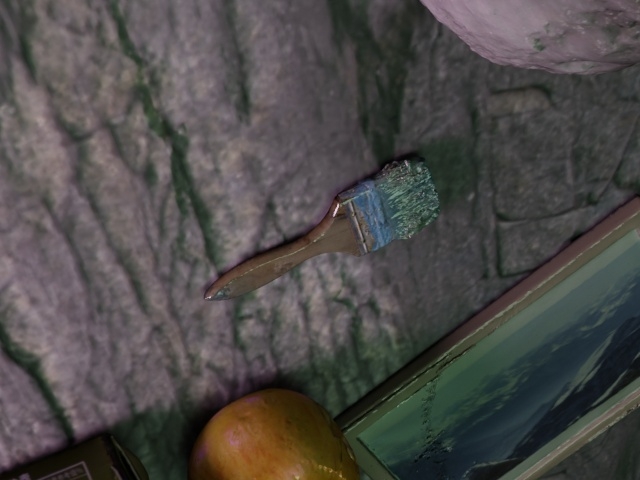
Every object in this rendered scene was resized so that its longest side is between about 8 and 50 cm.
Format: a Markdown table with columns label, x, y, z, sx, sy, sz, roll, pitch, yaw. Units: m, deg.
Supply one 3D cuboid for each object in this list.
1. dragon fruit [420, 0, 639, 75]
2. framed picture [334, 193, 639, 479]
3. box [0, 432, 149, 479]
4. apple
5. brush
| label | x | y | z | sx | sy | sz | roll | pitch | yaw |
| --- | --- | --- | --- | --- | --- | --- | --- | --- | --- |
| dragon fruit | 0.207 | -0.209 | 0.858 | 0.283 | 0.204 | 0.221 | -47 | 134 | 13 |
| framed picture | 0.193 | 0.132 | 1.253 | 0.335 | 0.022 | 0.247 | -36 | 134 | 2 |
| box | -0.297 | 0.384 | 1.095 | 0.420 | 0.138 | 0.373 | -20 | 134 | -13 |
| apple | -0.036 | 0.196 | 1.099 | 0.146 | 0.146 | 0.146 | -16 | 132 | -18 |
| brush | 0.000 | 0.000 | 1.035 | 0.196 | 0.021 | 0.070 | -28 | 132 | -7 |
